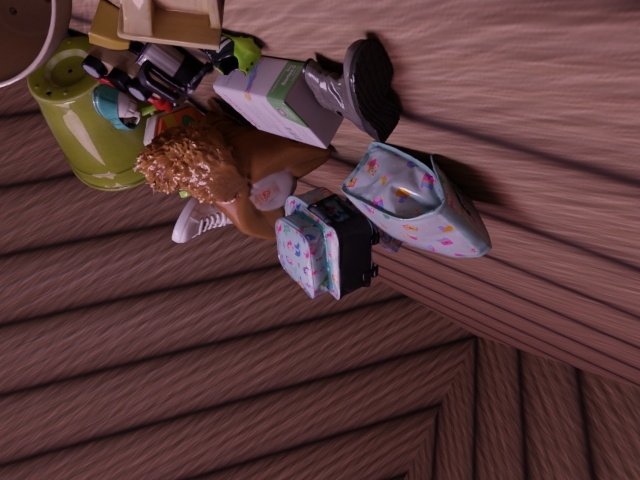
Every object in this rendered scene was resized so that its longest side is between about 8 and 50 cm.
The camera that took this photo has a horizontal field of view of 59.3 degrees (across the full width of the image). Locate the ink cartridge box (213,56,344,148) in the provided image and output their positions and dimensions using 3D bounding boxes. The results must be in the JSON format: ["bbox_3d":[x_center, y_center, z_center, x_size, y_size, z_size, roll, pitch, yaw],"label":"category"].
[{"bbox_3d":[-0.079,-0.272,1.083,0.212,0.093,0.154,21,169,39],"label":"ink cartridge box"}]

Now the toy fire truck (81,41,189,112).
[{"bbox_3d":[-0.459,-0.413,1.471,0.217,0.158,0.246,27,163,12],"label":"toy fire truck"}]

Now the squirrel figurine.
[{"bbox_3d":[-0.250,-0.220,1.411,0.397,0.281,0.370,2,-145,-43],"label":"squirrel figurine"}]

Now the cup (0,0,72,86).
[{"bbox_3d":[-0.608,-0.468,1.054,0.331,0.331,0.237,30,-159,-10],"label":"cup"}]

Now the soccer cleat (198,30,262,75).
[{"bbox_3d":[-0.182,-0.345,1.034,0.179,0.072,0.060,23,171,38],"label":"soccer cleat"}]

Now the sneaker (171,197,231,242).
[{"bbox_3d":[-0.280,-0.077,1.519,0.123,0.290,0.105,30,135,6],"label":"sneaker"}]

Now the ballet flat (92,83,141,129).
[{"bbox_3d":[-0.499,-0.334,1.413,0.087,0.083,0.247,5,178,-8],"label":"ballet flat"}]

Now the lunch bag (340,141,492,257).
[{"bbox_3d":[0.209,-0.070,1.154,0.262,0.160,0.223,30,175,47],"label":"lunch bag"}]

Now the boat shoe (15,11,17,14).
[{"bbox_3d":[-0.843,-0.603,1.676,0.113,0.127,0.340,-18,148,14],"label":"boat shoe"}]

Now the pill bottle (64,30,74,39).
[{"bbox_3d":[-0.763,-0.580,1.587,0.087,0.087,0.160,27,173,12],"label":"pill bottle"}]

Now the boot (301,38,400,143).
[{"bbox_3d":[0.031,-0.248,0.894,0.161,0.083,0.246,32,174,21],"label":"boot"}]

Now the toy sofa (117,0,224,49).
[{"bbox_3d":[-0.190,-0.377,0.647,0.150,0.177,0.362,5,175,-6],"label":"toy sofa"}]

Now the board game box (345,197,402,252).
[{"bbox_3d":[0.153,-0.072,1.450,0.201,0.136,0.035,32,173,-31],"label":"board game box"}]

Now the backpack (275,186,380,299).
[{"bbox_3d":[0.000,0.000,1.328,0.253,0.191,0.225,-130,29,-50],"label":"backpack"}]

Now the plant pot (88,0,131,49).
[{"bbox_3d":[-0.456,-0.466,1.239,0.083,0.081,0.081,18,177,-20],"label":"plant pot"}]

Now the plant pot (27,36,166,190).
[{"bbox_3d":[-0.659,-0.392,1.661,0.367,0.366,0.353,26,162,19],"label":"plant pot"}]

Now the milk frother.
[{"bbox_3d":[-0.316,-0.390,1.232,0.135,0.129,0.143,32,130,-29],"label":"milk frother"}]

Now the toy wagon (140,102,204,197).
[{"bbox_3d":[-0.379,-0.291,1.650,0.068,0.344,0.267,-14,108,28],"label":"toy wagon"}]
